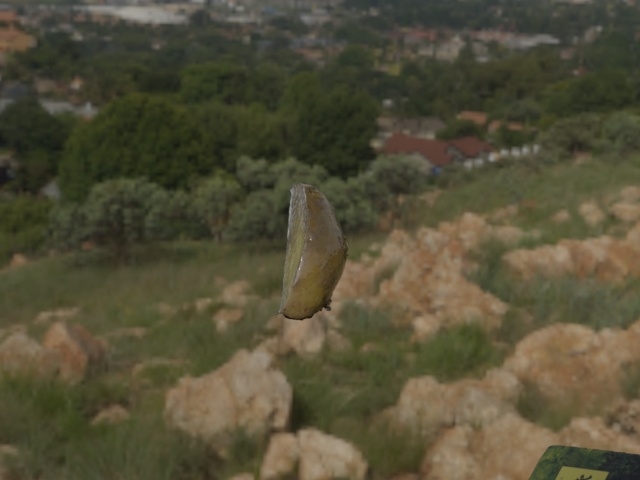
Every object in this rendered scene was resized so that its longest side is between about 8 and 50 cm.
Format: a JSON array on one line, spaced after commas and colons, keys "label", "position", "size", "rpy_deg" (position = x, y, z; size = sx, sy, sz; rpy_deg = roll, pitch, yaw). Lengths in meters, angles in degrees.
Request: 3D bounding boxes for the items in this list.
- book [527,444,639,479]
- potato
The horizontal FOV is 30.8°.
[{"label": "book", "position": [0.214, 0.216, 0.780], "size": [0.228, 0.024, 0.160], "rpy_deg": [-1, 44, 49]}, {"label": "potato", "position": [0.001, 0.001, 0.662], "size": [0.037, 0.036, 0.093], "rpy_deg": [16, 50, -14]}]
